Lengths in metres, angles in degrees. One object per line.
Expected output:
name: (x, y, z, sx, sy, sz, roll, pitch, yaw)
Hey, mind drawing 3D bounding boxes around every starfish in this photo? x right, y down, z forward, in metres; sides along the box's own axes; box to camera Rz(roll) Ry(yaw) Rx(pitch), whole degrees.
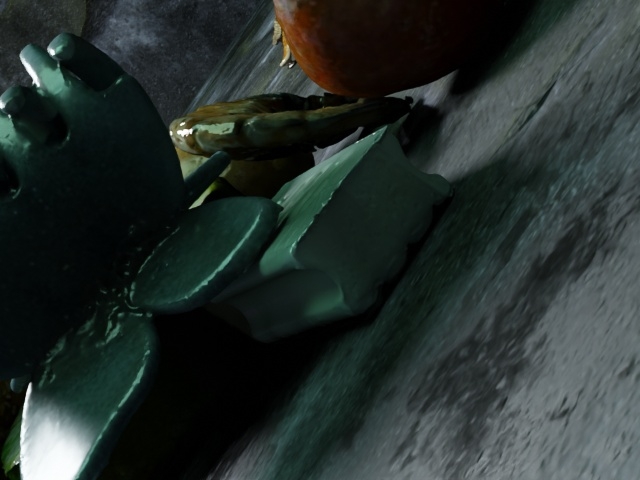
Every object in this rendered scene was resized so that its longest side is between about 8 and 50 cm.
starfish: (-0.008, -0.489, 2.923, 0.398, 0.132, 0.384, -52, 14, 19)

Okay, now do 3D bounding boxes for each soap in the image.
soap: (0.000, 0.000, 1.327, 0.150, 0.094, 0.261, -57, 11, -19)

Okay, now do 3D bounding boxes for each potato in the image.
potato: (-0.152, -0.007, 1.852, 0.369, 0.176, 0.195, -50, 38, 34)

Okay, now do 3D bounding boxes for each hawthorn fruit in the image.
hawthorn fruit: (0.070, -0.245, 1.515, 0.235, 0.263, 0.231, -117, 49, -77)

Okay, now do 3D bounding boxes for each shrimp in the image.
shrimp: (-0.002, -0.124, 1.626, 0.233, 0.071, 0.365, -4, 5, 31)

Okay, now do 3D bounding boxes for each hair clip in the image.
hair clip: (-0.233, -0.002, 1.348, 0.318, 0.238, 0.392, -47, 18, 3)

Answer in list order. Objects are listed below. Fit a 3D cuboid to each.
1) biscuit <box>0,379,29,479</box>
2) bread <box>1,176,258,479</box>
biscuit: (-0.330, 0.183, 1.665, 0.038, 0.305, 0.305, -12, 32, 30)
bread: (-0.162, 0.111, 1.562, 0.382, 0.129, 0.366, -44, 16, 33)
